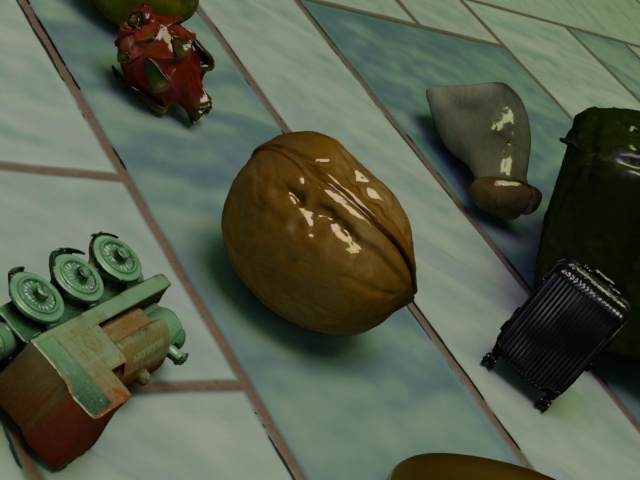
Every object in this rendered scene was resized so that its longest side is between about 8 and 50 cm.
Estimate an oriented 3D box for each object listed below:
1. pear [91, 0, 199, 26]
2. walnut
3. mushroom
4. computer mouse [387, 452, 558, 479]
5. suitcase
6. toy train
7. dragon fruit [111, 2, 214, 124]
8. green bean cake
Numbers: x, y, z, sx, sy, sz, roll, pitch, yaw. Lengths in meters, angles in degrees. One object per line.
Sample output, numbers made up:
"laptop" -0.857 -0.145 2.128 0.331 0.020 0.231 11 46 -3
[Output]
"pear" -0.186 -0.265 1.262 0.131 0.107 0.107 17 32 -11
"walnut" 0.000 0.000 1.011 0.180 0.144 0.144 39 29 2
"mushroom" 0.195 -0.106 1.428 0.116 0.093 0.225 -1 50 -19
"computer mouse" 0.158 0.226 0.908 0.245 0.056 0.126 23 31 -22
"suitcase" 0.215 0.080 1.110 0.086 0.126 0.059 39 28 8
"toy train" -0.153 0.066 0.825 0.118 0.074 0.176 48 26 7
"dragon fruit" -0.144 -0.165 1.173 0.116 0.086 0.081 38 -10 -7
"green bean cake" 0.390 -0.014 1.285 0.335 0.218 0.319 18 25 3
